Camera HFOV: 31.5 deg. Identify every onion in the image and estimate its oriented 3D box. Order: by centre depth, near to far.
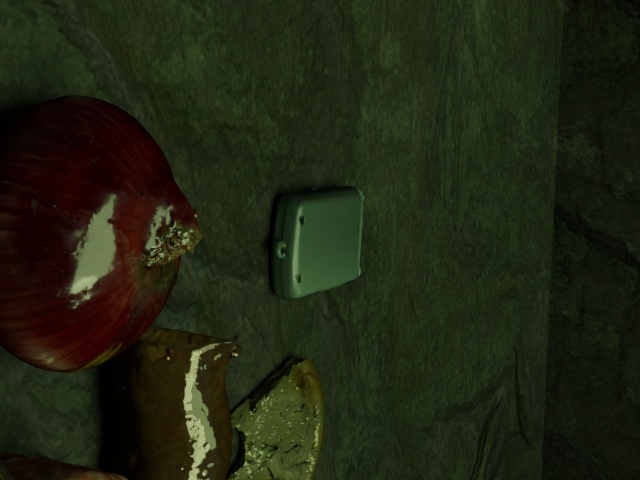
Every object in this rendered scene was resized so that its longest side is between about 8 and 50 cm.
[{"bbox_3d":[-0.206,-0.008,0.991,0.248,0.161,0.248,21,62,-47],"label":"onion"}]

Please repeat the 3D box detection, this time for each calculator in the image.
[{"bbox_3d":[0.000,0.000,1.521,0.246,0.045,0.141,-15,109,-63],"label":"calculator"}]

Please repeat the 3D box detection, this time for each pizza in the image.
[{"bbox_3d":[-0.053,0.242,1.481,0.262,0.034,0.181,7,90,-64],"label":"pizza"}]

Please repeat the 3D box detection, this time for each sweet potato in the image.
[{"bbox_3d":[-0.156,0.248,1.173,0.131,0.131,0.337,-12,107,-63],"label":"sweet potato"}]

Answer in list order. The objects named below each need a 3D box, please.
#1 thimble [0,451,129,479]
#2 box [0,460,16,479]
[{"bbox_3d":[-0.246,0.293,0.950,0.239,0.162,0.239,7,90,-65],"label":"thimble"},{"bbox_3d":[-0.311,0.185,0.665,0.143,0.273,0.184,-62,146,-38],"label":"box"}]
